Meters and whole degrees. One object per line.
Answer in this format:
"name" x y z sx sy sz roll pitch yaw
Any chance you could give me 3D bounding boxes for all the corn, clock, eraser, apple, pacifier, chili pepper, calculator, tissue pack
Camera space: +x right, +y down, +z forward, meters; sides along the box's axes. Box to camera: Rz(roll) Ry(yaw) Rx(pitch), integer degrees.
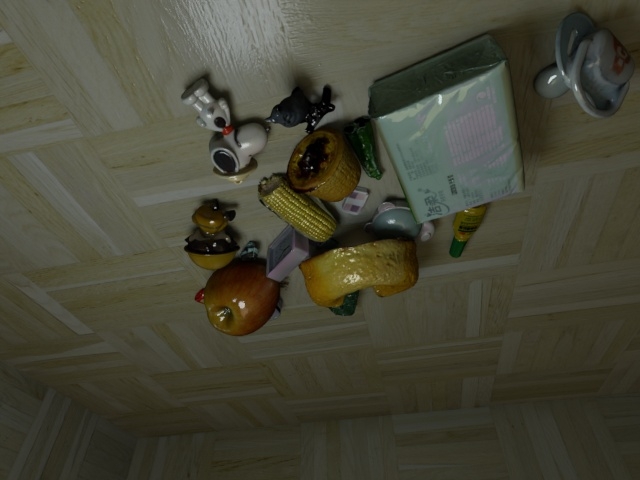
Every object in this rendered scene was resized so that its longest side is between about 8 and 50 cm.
"corn" -0.073 -0.104 1.357 0.123 0.122 0.305 -18 134 42
"clock" -0.123 0.039 1.477 0.063 0.150 0.197 24 132 -28
"eraser" 0.118 -0.136 1.382 0.065 0.026 0.105 13 136 -10
"apple" -0.309 0.233 1.576 0.302 0.301 0.301 0 137 0
"pacifier" 0.633 -0.411 1.014 0.279 0.227 0.207 25 171 -24
"chili pepper" 0.147 -0.264 1.225 0.088 0.059 0.226 -21 136 14
"calculator" 0.000 0.000 1.533 0.141 0.019 0.094 23 130 -23
"tissue pack" 0.349 -0.277 1.103 0.332 0.205 0.405 -18 135 18

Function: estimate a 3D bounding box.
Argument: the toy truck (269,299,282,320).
"toy truck" -0.280 0.315 1.795 0.216 0.116 0.110 -14 135 14

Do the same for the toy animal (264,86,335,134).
"toy animal" -0.065 -0.355 1.046 0.121 0.117 0.210 -31 173 35

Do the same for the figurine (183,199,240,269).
"figurine" -0.384 -0.007 1.415 0.193 0.167 0.256 12 135 7

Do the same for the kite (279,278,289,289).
"kite" -0.255 0.170 1.713 0.245 0.015 0.141 9 138 -5

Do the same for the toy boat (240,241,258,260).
"toy boat" -0.269 0.042 1.544 0.059 0.066 0.140 7 166 -23

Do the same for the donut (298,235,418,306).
"donut" 0.144 0.123 1.435 0.436 0.163 0.377 -9 164 -1

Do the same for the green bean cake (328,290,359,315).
"green bean cake" 0.064 0.237 1.726 0.194 0.107 0.208 0 138 -3

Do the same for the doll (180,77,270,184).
"doll" -0.283 -0.297 1.141 0.272 0.144 0.208 29 109 -32

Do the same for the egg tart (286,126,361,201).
"egg tart" 0.016 -0.209 1.182 0.215 0.215 0.171 -32 140 29

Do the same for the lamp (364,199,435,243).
"lamp" 0.290 -0.047 1.423 0.246 0.107 0.179 16 139 -17

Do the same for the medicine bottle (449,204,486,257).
"medicine bottle" 0.519 -0.036 1.469 0.095 0.064 0.260 0 138 -1

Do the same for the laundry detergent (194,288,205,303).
"laundry detergent" -0.468 0.271 1.796 0.165 0.049 0.097 31 136 -30
